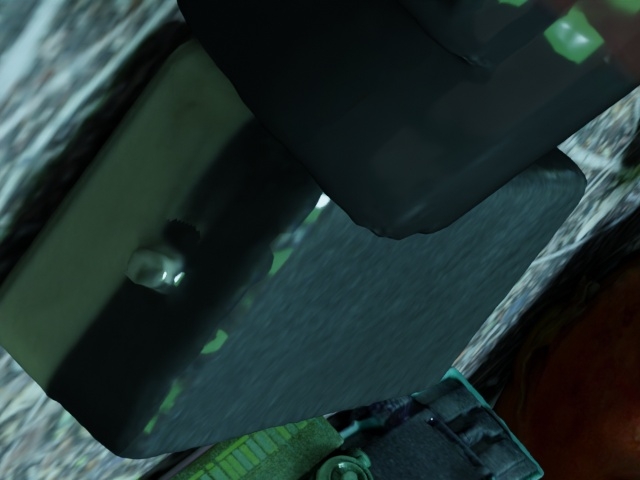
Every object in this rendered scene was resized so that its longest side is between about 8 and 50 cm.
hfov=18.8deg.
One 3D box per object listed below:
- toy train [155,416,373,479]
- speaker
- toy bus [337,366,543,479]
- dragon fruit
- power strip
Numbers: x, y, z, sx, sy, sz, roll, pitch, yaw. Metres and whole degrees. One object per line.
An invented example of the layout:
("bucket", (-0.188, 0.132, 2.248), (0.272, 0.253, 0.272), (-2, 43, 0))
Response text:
("toy train", (-0.041, 0.118, 0.761), (0.148, 0.071, 0.038), (-35, 157, -31))
("speaker", (0.116, -0.164, 0.473), (0.329, 0.198, 0.259), (-38, -153, 22))
("toy bus", (0.004, 0.141, 0.900), (0.261, 0.091, 0.109), (-23, 158, -49))
("dragon fruit", (0.204, 0.126, 1.117), (0.315, 0.250, 0.250), (-60, 165, -12))
("power strip", (0.000, 0.000, 0.604), (0.105, 0.070, 0.256), (-54, 163, 15))
